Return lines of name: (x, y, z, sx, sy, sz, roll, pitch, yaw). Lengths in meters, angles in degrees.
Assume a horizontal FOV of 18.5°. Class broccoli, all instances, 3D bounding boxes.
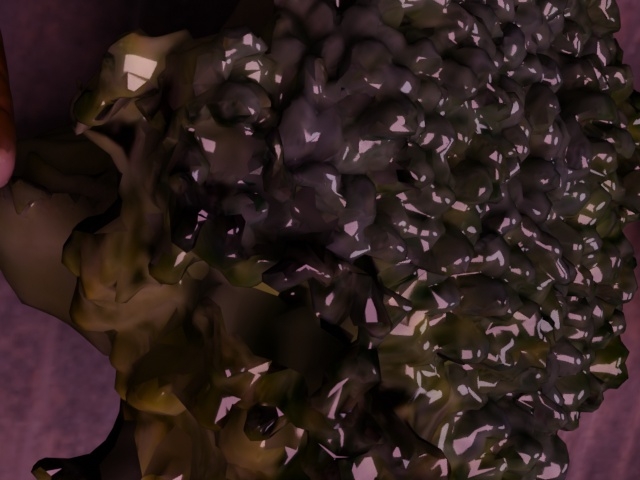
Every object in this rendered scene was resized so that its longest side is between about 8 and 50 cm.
broccoli: (0.021, -0.003, 0.783, 0.324, 0.334, 0.272, 46, 133, -13)

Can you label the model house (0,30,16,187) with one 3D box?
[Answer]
model house: (-0.238, -0.026, 0.722, 0.237, 0.202, 0.237, 1, 118, -17)
